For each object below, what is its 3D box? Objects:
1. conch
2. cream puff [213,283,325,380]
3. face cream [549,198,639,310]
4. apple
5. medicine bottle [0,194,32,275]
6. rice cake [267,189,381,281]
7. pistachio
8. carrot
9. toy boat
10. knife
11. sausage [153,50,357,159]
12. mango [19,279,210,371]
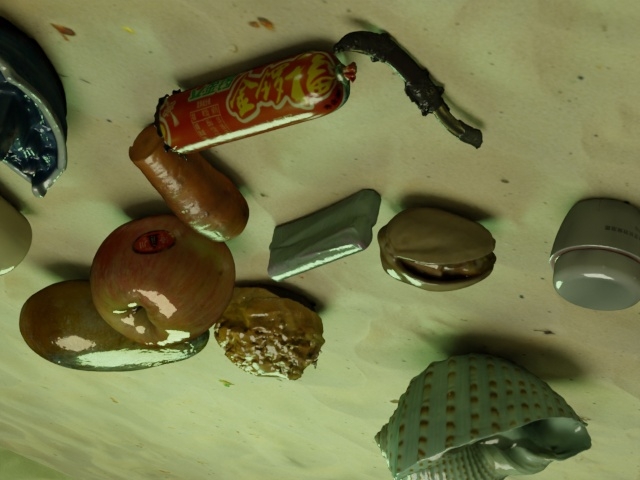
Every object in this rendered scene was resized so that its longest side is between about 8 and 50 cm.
[{"bbox_3d":[0.240,0.281,1.775,0.319,0.215,0.303,-23,154,4],"label":"conch"},{"bbox_3d":[-0.080,0.152,1.772,0.189,0.129,0.189,13,158,5],"label":"cream puff"},{"bbox_3d":[0.326,0.018,1.303,0.117,0.104,0.117,12,154,6],"label":"face cream"},{"bbox_3d":[-0.224,0.052,1.607,0.209,0.164,0.209,15,145,11],"label":"apple"},{"bbox_3d":[-0.525,-0.048,1.613,0.114,0.114,0.252,2,152,25],"label":"medicine bottle"},{"bbox_3d":[-0.001,-0.001,1.470,0.042,0.080,0.222,25,153,-28],"label":"rice cake"},{"bbox_3d":[0.144,0.011,1.396,0.149,0.113,0.113,9,155,-2],"label":"pistachio"},{"bbox_3d":[-0.162,-0.066,1.418,0.087,0.087,0.193,-2,151,32],"label":"carrot"},{"bbox_3d":[-0.370,-0.141,1.308,0.129,0.142,0.309,7,153,10],"label":"toy boat"},{"bbox_3d":[0.101,-0.158,1.153,0.222,0.045,0.021,30,-172,-36],"label":"knife"},{"bbox_3d":[-0.063,-0.152,1.206,0.264,0.083,0.083,-11,145,39],"label":"sausage"},{"bbox_3d":[-0.347,0.148,1.903,0.316,0.146,0.193,6,158,-14],"label":"mango"}]
